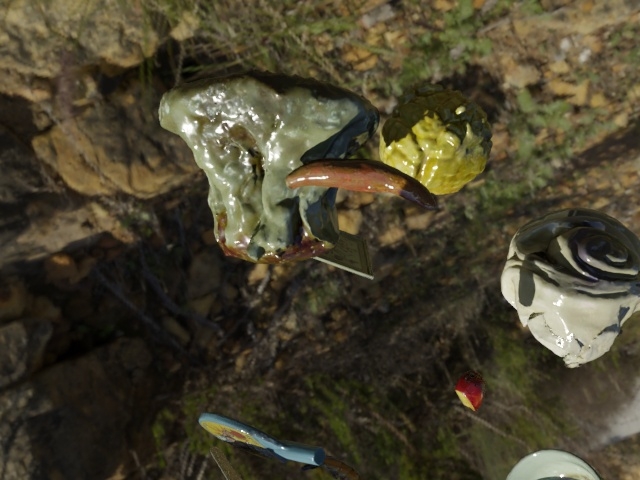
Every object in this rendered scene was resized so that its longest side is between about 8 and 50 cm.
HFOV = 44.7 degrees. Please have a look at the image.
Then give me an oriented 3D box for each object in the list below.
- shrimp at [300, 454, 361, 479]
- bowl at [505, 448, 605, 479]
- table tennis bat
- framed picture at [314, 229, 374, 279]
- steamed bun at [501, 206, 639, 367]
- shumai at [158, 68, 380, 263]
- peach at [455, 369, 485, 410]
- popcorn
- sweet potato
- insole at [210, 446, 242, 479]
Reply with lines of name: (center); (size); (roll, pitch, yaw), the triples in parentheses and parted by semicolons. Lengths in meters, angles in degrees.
shrimp: (0.008, 0.556, 1.697); (0.035, 0.148, 0.195); (-46, -176, 47)
bowl: (0.591, 0.649, 1.860); (0.146, 0.289, 0.289); (19, 146, -41)
table tennis bat: (-0.136, 0.453, 1.759); (0.329, 0.044, 0.215); (5, 147, 34)
framed picture: (0.000, 0.000, 1.621); (0.173, 0.231, 0.010); (-97, -150, -62)
steamed bun: (0.586, 0.070, 1.741); (0.347, 0.394, 0.237); (0, 143, 5)
shumai: (-0.095, -0.118, 1.410); (0.398, 0.323, 0.324); (2, 179, -3)
peach: (0.308, 0.311, 1.583); (0.050, 0.083, 0.077); (28, -154, 37)
popcorn: (0.239, -0.214, 1.646); (0.249, 0.225, 0.249); (-27, 152, -16)
sweet potato: (0.070, -0.101, 1.275); (0.255, 0.078, 0.058); (11, 142, 11)
insole: (-0.221, 0.645, 2.059); (0.011, 0.248, 0.081); (-43, 150, 7)
